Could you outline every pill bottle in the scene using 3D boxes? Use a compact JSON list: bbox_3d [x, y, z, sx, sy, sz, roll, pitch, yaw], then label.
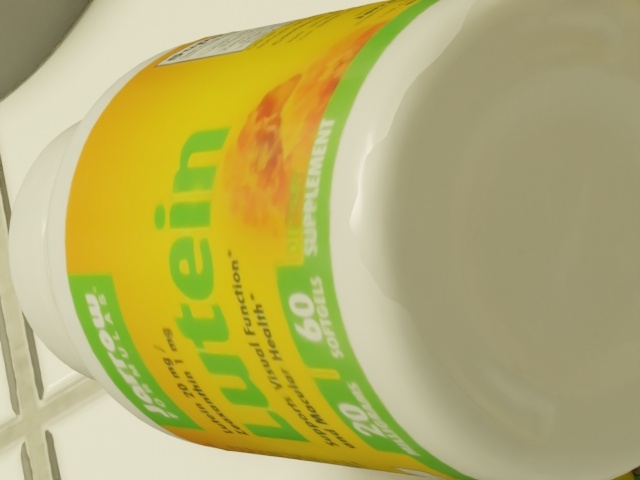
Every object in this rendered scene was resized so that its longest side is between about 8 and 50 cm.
[{"bbox_3d":[0.000,0.000,0.607,0.245,0.136,0.136,-2,63,56],"label":"pill bottle"}]

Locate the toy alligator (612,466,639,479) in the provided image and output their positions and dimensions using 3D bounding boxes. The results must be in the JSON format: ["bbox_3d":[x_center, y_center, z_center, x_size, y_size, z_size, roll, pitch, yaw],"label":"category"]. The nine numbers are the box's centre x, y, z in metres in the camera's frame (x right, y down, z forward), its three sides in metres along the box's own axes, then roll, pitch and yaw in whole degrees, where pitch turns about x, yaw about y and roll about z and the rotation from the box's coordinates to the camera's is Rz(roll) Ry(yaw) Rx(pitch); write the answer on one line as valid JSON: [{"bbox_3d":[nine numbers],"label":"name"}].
[{"bbox_3d":[0.089,0.074,0.594,0.189,0.056,0.051,-39,94,2],"label":"toy alligator"}]

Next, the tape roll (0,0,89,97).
[{"bbox_3d":[-0.189,-0.155,0.896,0.219,0.072,0.219,-16,58,28],"label":"tape roll"}]
